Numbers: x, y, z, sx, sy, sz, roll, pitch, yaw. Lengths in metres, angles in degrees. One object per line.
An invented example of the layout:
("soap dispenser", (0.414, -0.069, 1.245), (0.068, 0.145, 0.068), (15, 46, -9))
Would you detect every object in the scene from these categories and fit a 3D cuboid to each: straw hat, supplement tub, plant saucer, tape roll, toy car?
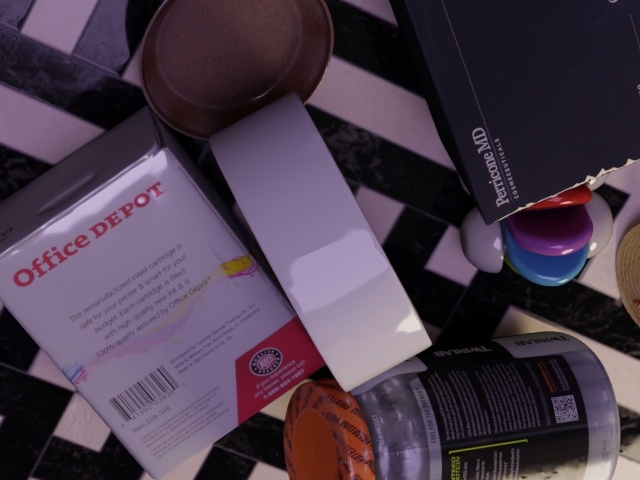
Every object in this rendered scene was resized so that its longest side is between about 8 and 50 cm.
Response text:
("straw hat", (0.391, 0.035, 2.154), (0.061, 0.144, 0.144), (-26, 124, -44))
("supplement tub", (0.134, 0.203, 2.067), (0.316, 0.193, 0.193), (-5, 115, -27))
("plant saucer", (-0.086, -0.190, 1.951), (0.198, 0.036, 0.198), (-10, 126, -15))
("tape roll", (0.000, 0.000, 1.929), (0.100, 0.286, 0.286), (-29, 116, 1))
("toy car", (0.230, -0.034, 2.049), (0.159, 0.136, 0.182), (-8, 115, -9))

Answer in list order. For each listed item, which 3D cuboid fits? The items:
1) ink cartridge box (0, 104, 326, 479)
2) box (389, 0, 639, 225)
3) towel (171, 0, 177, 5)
("ink cartridge box", (-0.169, 0.053, 2.005), (0.226, 0.131, 0.306), (-33, 116, 4))
("box", (0.226, -0.243, 1.859), (0.312, 0.179, 0.343), (-22, 122, 0))
("towel", (-0.111, -0.411, 1.862), (0.336, 0.040, 0.243), (-45, 114, 9))
